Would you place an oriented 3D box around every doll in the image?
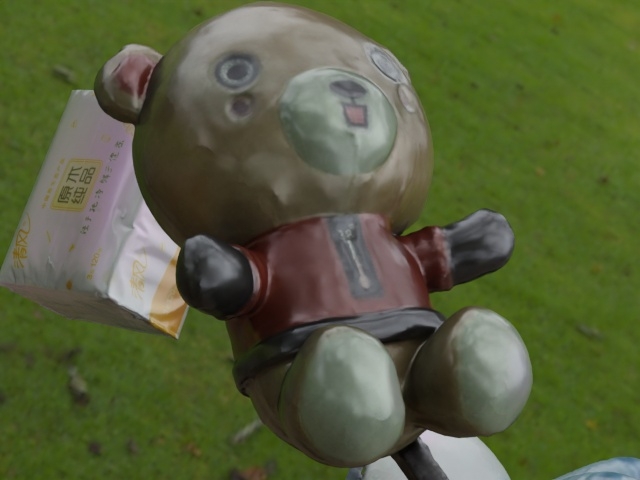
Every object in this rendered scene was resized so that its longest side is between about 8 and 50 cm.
[{"bbox_3d":[0.000,0.000,0.909,0.235,0.174,0.330,-7,62,-24],"label":"doll"}]

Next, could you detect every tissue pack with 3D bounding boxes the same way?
[{"bbox_3d":[-0.201,-0.031,1.489,0.185,0.225,0.124,5,-20,43],"label":"tissue pack"}]

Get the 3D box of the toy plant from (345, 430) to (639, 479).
[{"bbox_3d":[0.193,0.281,1.251,0.332,0.247,0.247,9,23,18],"label":"toy plant"}]
